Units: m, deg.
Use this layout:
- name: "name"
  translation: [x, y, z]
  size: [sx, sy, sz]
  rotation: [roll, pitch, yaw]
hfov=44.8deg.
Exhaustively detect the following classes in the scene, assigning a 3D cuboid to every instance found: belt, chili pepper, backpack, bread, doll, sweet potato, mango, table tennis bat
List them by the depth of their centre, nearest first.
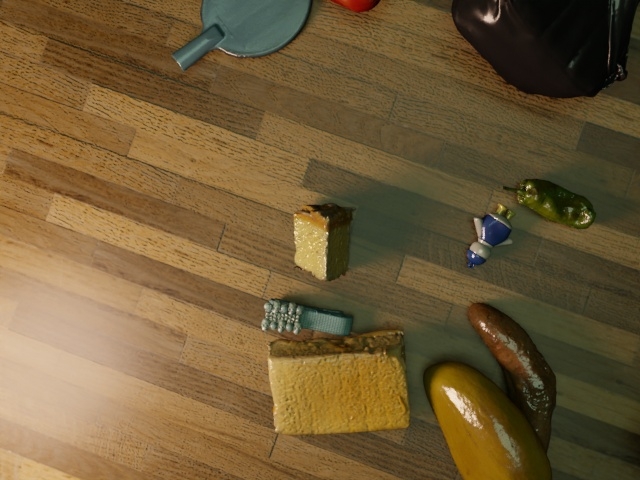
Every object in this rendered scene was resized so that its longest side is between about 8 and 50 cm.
- name: "backpack"
  translation: [0.474, -0.499, 1.431]
  size: [0.363, 0.255, 0.445]
  rotation: [35, 79, -27]
- name: "mango"
  translation: [0.325, 0.379, 1.494]
  size: [0.142, 0.195, 0.331]
  rotation: [-25, 85, -35]
- name: "sweet potato"
  translation: [0.405, 0.271, 1.539]
  size: [0.114, 0.092, 0.341]
  rotation: [-25, 88, 30]
- name: "chili pepper"
  translation: [0.446, -0.085, 1.542]
  size: [0.204, 0.073, 0.072]
  rotation: [23, 74, -6]
- name: "bread"
  translation: [0.037, 0.283, 1.543]
  size: [0.275, 0.114, 0.184]
  rotation: [-5, 105, 2]
- name: "bread"
  translation: [0.000, 0.000, 1.548]
  size: [0.127, 0.152, 0.147]
  rotation: [4, 99, 6]
- name: "doll"
  translation: [0.338, -0.005, 1.559]
  size: [0.099, 0.057, 0.142]
  rotation: [30, 94, -16]
- name: "belt"
  translation: [-0.024, 0.158, 1.572]
  size: [0.179, 0.100, 0.065]
  rotation: [9, 95, 3]
- name: "table tennis bat"
  translation: [-0.167, -0.467, 1.612]
  size: [0.329, 0.044, 0.215]
  rotation: [-37, 88, 2]

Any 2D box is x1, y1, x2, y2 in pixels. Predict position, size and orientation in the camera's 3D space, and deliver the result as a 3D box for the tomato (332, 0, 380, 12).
- name: "tomato"
  translation: [0.073, -0.540, 1.530]
  size: [0.187, 0.151, 0.187]
  rotation: [-18, 48, 20]
